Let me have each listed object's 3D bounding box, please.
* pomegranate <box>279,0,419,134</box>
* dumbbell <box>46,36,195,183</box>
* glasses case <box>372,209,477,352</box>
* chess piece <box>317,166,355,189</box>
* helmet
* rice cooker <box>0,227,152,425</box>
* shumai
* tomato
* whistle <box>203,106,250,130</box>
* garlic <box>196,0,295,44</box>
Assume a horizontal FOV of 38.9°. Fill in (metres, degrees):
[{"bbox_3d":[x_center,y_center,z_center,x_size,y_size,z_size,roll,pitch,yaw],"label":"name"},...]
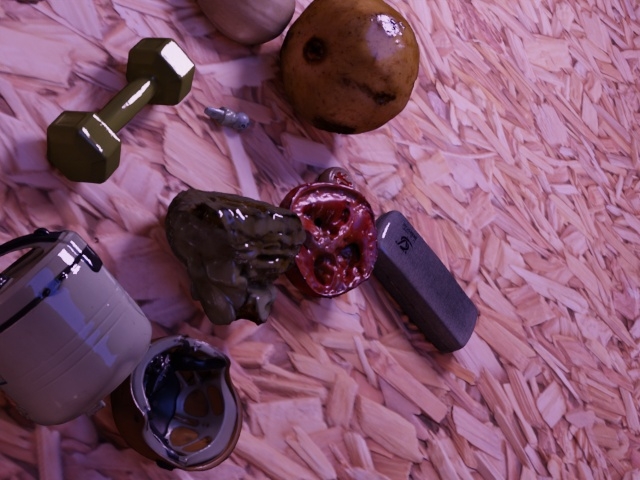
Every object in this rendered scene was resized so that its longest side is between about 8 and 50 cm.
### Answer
[{"bbox_3d":[0.055,-0.345,1.771,0.281,0.281,0.281,18,63,-40],"label":"pomegranate"},{"bbox_3d":[-0.317,-0.215,1.464,0.302,0.121,0.108,-56,144,-40],"label":"dumbbell"},{"bbox_3d":[0.209,0.089,1.894,0.323,0.074,0.131,50,46,-19],"label":"glasses case"},{"bbox_3d":[0.033,-0.107,1.819,0.083,0.038,0.084,20,60,-39],"label":"chess piece"},{"bbox_3d":[-0.229,0.243,1.367,0.224,0.130,0.198,52,49,-38],"label":"helmet"},{"bbox_3d":[-0.367,0.111,1.226,0.244,0.226,0.226,51,46,-20],"label":"rice cooker"},{"bbox_3d":[-0.152,0.029,1.518,0.256,0.189,0.218,2,96,-45],"label":"shumai"},{"bbox_3d":[-0.004,-0.001,1.705,0.228,0.101,0.228,9,76,-37],"label":"tomato"},{"bbox_3d":[-0.169,-0.226,1.667,0.100,0.035,0.035,14,66,-39],"label":"whistle"},{"bbox_3d":[-0.153,-0.465,1.723,0.245,0.145,0.164,22,29,-36],"label":"garlic"}]
